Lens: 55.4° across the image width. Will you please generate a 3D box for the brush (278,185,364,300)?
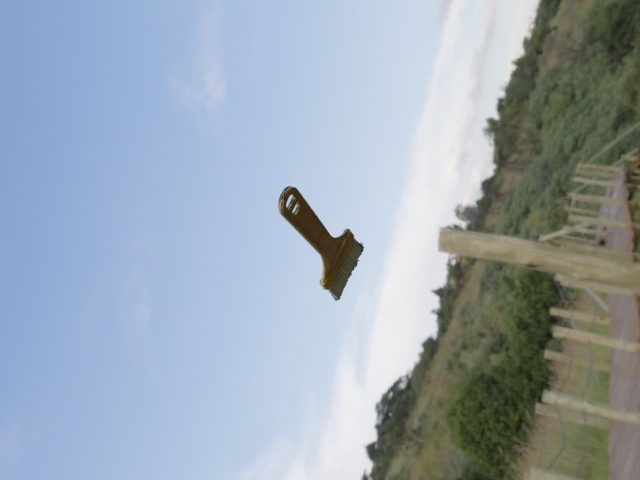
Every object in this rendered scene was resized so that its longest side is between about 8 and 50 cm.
[{"bbox_3d":[0.000,0.000,0.713,0.082,0.010,0.218,-63,-32,-14],"label":"brush"}]
